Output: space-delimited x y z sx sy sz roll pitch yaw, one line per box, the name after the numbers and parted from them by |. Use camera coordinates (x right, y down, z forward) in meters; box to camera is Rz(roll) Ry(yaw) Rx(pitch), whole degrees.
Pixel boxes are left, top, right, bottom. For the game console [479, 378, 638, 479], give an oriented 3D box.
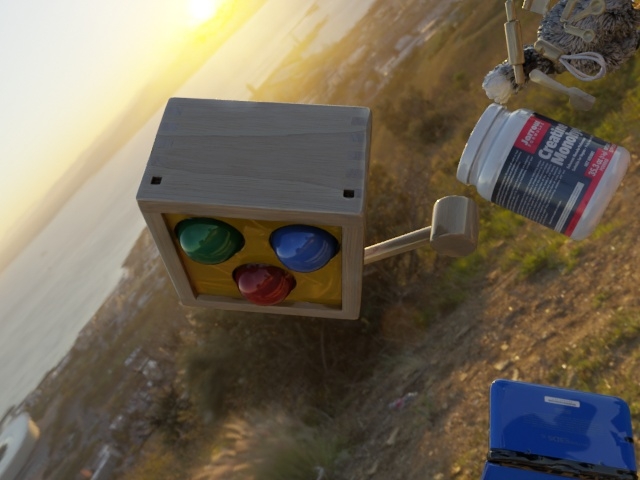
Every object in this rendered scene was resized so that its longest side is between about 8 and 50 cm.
0.481 0.454 1.327 0.173 0.293 0.250 96 -176 -58 | game console

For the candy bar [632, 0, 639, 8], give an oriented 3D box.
0.389 -0.378 0.830 0.018 0.161 0.040 -25 -3 35 | candy bar

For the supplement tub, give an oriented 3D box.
0.422 -0.136 1.211 0.191 0.272 0.191 -52 -21 -29 | supplement tub

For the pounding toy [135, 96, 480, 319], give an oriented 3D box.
0.006 0.006 0.430 0.181 0.206 0.094 87 -171 -56 | pounding toy

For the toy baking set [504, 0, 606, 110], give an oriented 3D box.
0.444 -0.371 1.203 0.030 0.256 0.197 -23 21 -38 | toy baking set

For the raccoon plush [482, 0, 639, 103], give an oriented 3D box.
0.581 -0.492 1.387 0.446 0.216 0.299 -42 -23 -8 | raccoon plush
